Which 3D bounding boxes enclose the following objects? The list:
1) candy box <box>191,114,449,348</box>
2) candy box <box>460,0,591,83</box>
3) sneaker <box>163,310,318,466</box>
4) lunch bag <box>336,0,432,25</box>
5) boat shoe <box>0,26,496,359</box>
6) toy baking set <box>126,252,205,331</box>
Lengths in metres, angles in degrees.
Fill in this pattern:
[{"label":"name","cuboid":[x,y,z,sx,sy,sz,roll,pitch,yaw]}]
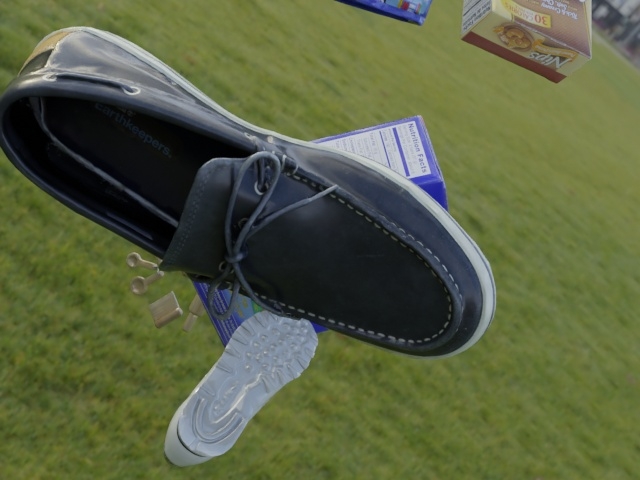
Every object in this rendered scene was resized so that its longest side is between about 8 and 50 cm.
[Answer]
[{"label":"candy box","cuboid":[0.000,0.000,1.306,0.268,0.317,0.122,75,3,-54]},{"label":"candy box","cuboid":[0.317,-0.415,1.587,0.182,0.087,0.317,19,60,-22]},{"label":"sneaker","cuboid":[-0.095,0.164,1.193,0.090,0.095,0.235,45,53,3]},{"label":"lunch bag","cuboid":[0.072,-0.461,1.549,0.293,0.221,0.138,18,7,0]},{"label":"boat shoe","cuboid":[-0.076,-0.025,0.950,0.500,0.187,0.156,30,30,2]},{"label":"toy baking set","cuboid":[-0.264,0.039,1.933,0.196,0.256,0.030,38,12,17]}]
